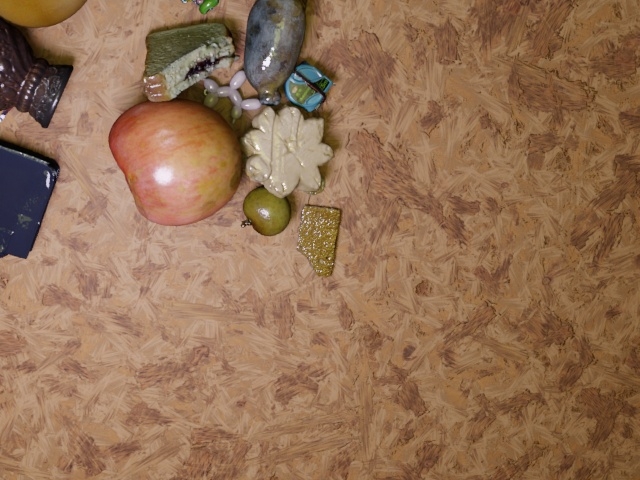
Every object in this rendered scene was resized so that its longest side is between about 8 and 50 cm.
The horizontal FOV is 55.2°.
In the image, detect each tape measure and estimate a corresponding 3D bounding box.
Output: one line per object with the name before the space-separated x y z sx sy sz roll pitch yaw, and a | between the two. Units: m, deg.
tape measure | -0.045 -0.465 1.859 0.146 0.081 0.125 36 93 -16

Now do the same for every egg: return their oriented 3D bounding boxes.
egg | -0.721 -0.699 1.587 0.322 0.250 0.250 -37 108 -7

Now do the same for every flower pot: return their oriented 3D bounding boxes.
flower pot | -0.828 -0.443 1.643 0.267 0.266 0.266 22 100 -27

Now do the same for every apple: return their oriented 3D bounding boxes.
apple | -0.395 -0.225 1.724 0.364 0.364 0.363 -3 105 -9

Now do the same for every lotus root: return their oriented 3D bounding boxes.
lotus root | -0.141 -0.565 1.765 0.175 0.175 0.349 12 103 -13

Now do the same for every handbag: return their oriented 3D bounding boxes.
handbag | -0.948 -0.128 1.764 0.303 0.122 0.329 20 102 -20

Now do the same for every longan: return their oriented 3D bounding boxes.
longan | -0.173 -0.086 1.900 0.176 0.145 0.154 -38 73 -14

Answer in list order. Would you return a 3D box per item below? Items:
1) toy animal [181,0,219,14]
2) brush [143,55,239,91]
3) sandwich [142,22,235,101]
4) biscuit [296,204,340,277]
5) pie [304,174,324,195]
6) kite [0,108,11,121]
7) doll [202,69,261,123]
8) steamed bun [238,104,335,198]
toy animal | -0.381 -0.733 1.727 0.103 0.100 0.208 -32 118 23
brush | -0.381 -0.492 1.820 0.299 0.039 0.042 -21 111 -8
sandwich | -0.361 -0.498 1.692 0.254 0.288 0.099 -6 132 -6
biscuit | -0.012 0.003 2.019 0.131 0.026 0.236 6 104 -10
pie | -0.024 -0.187 1.969 0.084 0.020 0.084 -3 106 -10
kite | -0.986 -0.326 1.762 0.141 0.015 0.245 40 96 -20
doll | -0.277 -0.434 1.837 0.160 0.059 0.161 -30 108 -3
steamed bun | -0.105 -0.267 1.861 0.292 0.137 0.295 43 74 -19
